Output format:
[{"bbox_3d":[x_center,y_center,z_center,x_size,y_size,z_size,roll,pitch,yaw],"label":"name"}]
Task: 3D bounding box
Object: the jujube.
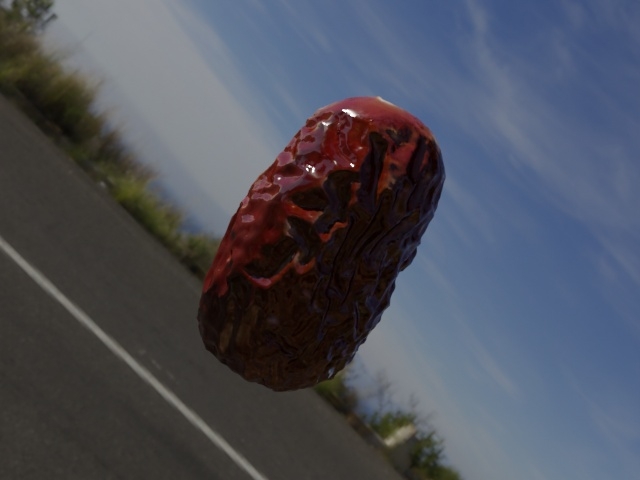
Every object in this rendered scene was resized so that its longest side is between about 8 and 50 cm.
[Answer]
[{"bbox_3d":[0.000,0.000,0.531,0.109,0.176,0.112,31,-2,-26],"label":"jujube"}]
